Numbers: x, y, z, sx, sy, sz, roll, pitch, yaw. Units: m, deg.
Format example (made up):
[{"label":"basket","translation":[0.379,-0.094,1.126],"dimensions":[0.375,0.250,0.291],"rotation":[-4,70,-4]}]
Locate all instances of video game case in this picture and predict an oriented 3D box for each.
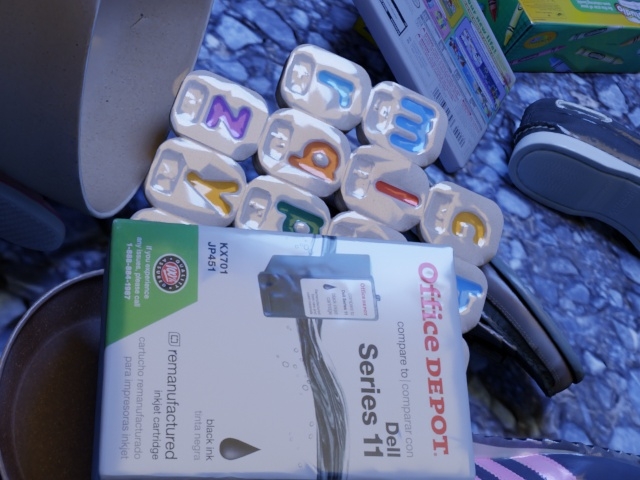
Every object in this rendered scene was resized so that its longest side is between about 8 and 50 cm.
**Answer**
[{"label":"video game case","translation":[0.117,-0.204,1.024],"dimensions":[0.212,0.023,0.193],"rotation":[58,40,-20]}]

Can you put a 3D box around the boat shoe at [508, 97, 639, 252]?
[{"label":"boat shoe","translation":[0.336,-0.051,1.046],"dimensions":[0.303,0.114,0.091],"rotation":[30,50,-11]}]

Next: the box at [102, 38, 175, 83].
[{"label":"box","translation":[-0.129,-0.232,0.921],"dimensions":[0.067,0.063,0.324],"rotation":[24,46,-13]}]

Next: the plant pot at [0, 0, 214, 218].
[{"label":"plant pot","translation":[-0.186,-0.177,0.654],"dimensions":[0.191,0.284,0.284],"rotation":[18,45,2]}]

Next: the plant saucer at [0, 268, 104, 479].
[{"label":"plant saucer","translation":[-0.118,0.116,0.639],"dimensions":[0.199,0.036,0.198],"rotation":[20,59,-36]}]

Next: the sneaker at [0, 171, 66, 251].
[{"label":"sneaker","translation":[-0.228,-0.050,0.716],"dimensions":[0.134,0.051,0.070],"rotation":[28,50,-5]}]

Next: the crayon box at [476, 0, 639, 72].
[{"label":"crayon box","translation":[0.284,-0.288,1.225],"dimensions":[0.278,0.081,0.165],"rotation":[-6,60,-37]}]

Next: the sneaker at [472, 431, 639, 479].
[{"label":"sneaker","translation":[0.124,0.207,0.720],"dimensions":[0.319,0.112,0.131],"rotation":[9,67,-22]}]

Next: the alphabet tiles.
[{"label":"alphabet tiles","translation":[0.000,0.000,0.766],"dimensions":[0.278,0.021,0.284],"rotation":[22,72,-15]}]

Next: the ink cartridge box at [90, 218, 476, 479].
[{"label":"ink cartridge box","translation":[-0.023,0.077,0.600],"dimensions":[0.208,0.087,0.153],"rotation":[4,64,-14]}]

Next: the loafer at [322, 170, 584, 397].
[{"label":"loafer","translation":[0.105,0.033,0.862],"dimensions":[0.084,0.096,0.267],"rotation":[-37,75,-6]}]

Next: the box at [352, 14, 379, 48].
[{"label":"box","translation":[0.098,-0.265,1.104],"dimensions":[0.059,0.054,0.169],"rotation":[37,45,-3]}]
